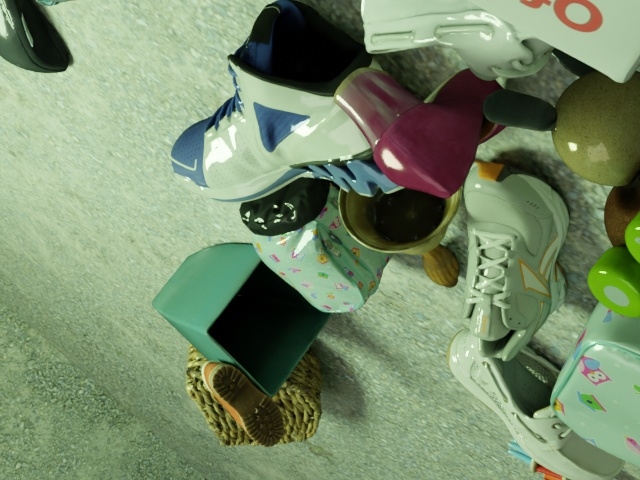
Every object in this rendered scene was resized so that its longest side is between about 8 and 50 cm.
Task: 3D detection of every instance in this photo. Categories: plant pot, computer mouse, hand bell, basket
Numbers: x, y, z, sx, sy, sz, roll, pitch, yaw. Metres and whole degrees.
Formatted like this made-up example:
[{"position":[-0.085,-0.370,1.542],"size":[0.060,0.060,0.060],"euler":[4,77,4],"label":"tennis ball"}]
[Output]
[{"position":[-0.143,0.108,1.498],"size":[0.234,0.165,0.165],"euler":[8,146,50],"label":"plant pot"},{"position":[-0.435,-0.304,1.214],"size":[0.184,0.060,0.262],"euler":[22,153,25],"label":"computer mouse"},{"position":[0.115,0.000,1.058],"size":[0.126,0.126,0.242],"euler":[22,166,27],"label":"hand bell"},{"position":[-0.105,0.214,1.729],"size":[0.213,0.223,0.299],"euler":[-6,147,6],"label":"basket"}]

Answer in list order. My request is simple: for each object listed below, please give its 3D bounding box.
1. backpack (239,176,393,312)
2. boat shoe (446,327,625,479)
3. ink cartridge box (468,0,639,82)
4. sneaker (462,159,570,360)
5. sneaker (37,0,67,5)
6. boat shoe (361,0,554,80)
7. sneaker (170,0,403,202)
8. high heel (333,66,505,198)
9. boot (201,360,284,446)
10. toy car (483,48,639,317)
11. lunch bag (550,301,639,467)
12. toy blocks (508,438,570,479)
[{"position":[0.000,0.000,1.159],"size":[0.152,0.115,0.182],"euler":[-2,140,50],"label":"backpack"},{"position":[0.282,0.208,1.206],"size":[0.277,0.098,0.096],"euler":[38,157,-6],"label":"boat shoe"},{"position":[0.105,-0.290,0.398],"size":[0.285,0.166,0.395],"euler":[31,155,9],"label":"ink cartridge box"},{"position":[0.186,0.033,0.969],"size":[0.099,0.121,0.262],"euler":[17,151,33],"label":"sneaker"},{"position":[-0.357,-0.335,1.003],"size":[0.262,0.104,0.125],"euler":[42,157,-16],"label":"sneaker"},{"position":[0.131,-0.154,0.677],"size":[0.258,0.095,0.084],"euler":[21,115,48],"label":"boat shoe"},{"position":[-0.042,-0.144,0.953],"size":[0.315,0.127,0.182],"euler":[-1,135,42],"label":"sneaker"},{"position":[0.115,-0.077,0.752],"size":[0.117,0.082,0.244],"euler":[49,-157,22],"label":"high heel"},{"position":[-0.115,0.236,1.425],"size":[0.158,0.059,0.084],"euler":[54,160,-19],"label":"boot"},{"position":[0.217,-0.069,0.715],"size":[0.188,0.155,0.149],"euler":[40,158,13],"label":"toy car"},{"position":[0.386,0.160,0.964],"size":[0.279,0.108,0.224],"euler":[25,149,15],"label":"lunch bag"},{"position":[0.352,0.346,1.429],"size":[0.148,0.054,0.123],"euler":[20,152,30],"label":"toy blocks"}]
